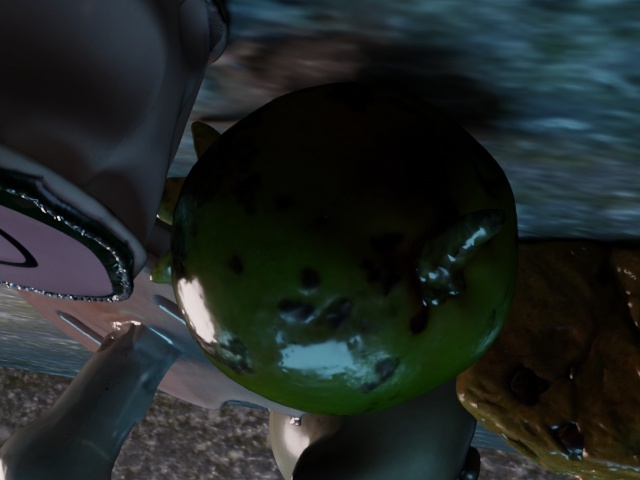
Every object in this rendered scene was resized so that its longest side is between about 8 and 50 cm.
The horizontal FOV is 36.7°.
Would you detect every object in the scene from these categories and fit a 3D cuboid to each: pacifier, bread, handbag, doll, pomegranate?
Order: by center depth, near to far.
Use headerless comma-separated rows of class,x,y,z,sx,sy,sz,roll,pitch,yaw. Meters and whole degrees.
handbag,-0.136,-0.055,0.375,0.179,0.116,0.205,10,167,7
pomegranate,-0.006,-0.012,0.448,0.156,0.156,0.220,27,-171,-48
bread,0.185,0.084,0.630,0.149,0.143,0.158,-1,158,40
pacifier,-0.147,0.089,0.760,0.220,0.273,0.332,0,174,-33
doll,0.052,0.190,0.996,0.226,0.215,0.370,28,166,-3
